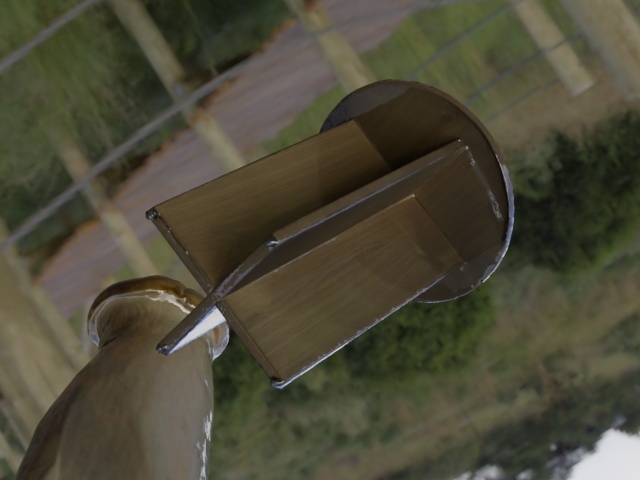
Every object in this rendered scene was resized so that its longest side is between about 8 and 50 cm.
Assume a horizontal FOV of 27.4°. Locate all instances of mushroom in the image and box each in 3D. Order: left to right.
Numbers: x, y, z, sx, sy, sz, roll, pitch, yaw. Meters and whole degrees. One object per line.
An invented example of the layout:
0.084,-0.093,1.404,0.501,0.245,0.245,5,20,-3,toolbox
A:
-0.158,0.190,0.991,0.154,0.137,0.407,-7,-142,8,mushroom

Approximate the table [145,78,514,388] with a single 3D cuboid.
0.000,0.000,0.858,0.167,0.167,0.227,-37,174,41,table
